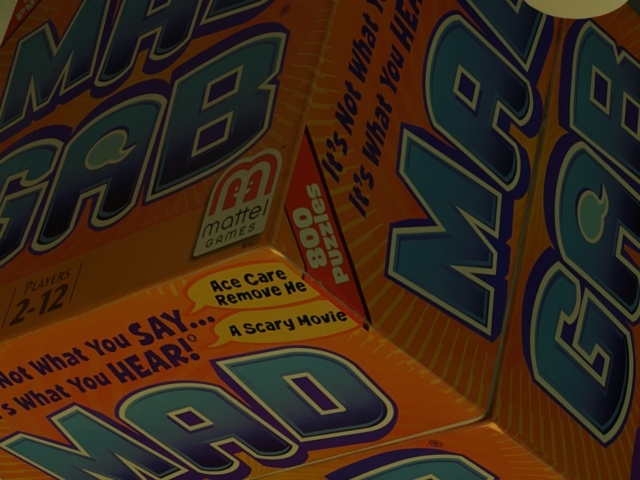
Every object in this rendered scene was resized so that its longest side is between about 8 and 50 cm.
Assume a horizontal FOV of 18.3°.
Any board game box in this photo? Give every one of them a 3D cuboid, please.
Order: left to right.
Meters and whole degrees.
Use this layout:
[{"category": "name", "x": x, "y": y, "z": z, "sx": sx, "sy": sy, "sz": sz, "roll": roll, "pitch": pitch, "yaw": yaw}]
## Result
[{"category": "board game box", "x": 0.000, "y": 0.000, "z": 1.286, "sx": 0.356, "sy": 0.357, "sz": 0.356, "roll": -20, "pitch": 134, "yaw": 40}]

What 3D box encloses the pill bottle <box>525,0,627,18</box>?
[{"category": "pill bottle", "x": 0.150, "y": -0.216, "z": 1.152, "sx": 0.094, "sy": 0.169, "sz": 0.094, "roll": 4, "pitch": 150, "yaw": 2}]
